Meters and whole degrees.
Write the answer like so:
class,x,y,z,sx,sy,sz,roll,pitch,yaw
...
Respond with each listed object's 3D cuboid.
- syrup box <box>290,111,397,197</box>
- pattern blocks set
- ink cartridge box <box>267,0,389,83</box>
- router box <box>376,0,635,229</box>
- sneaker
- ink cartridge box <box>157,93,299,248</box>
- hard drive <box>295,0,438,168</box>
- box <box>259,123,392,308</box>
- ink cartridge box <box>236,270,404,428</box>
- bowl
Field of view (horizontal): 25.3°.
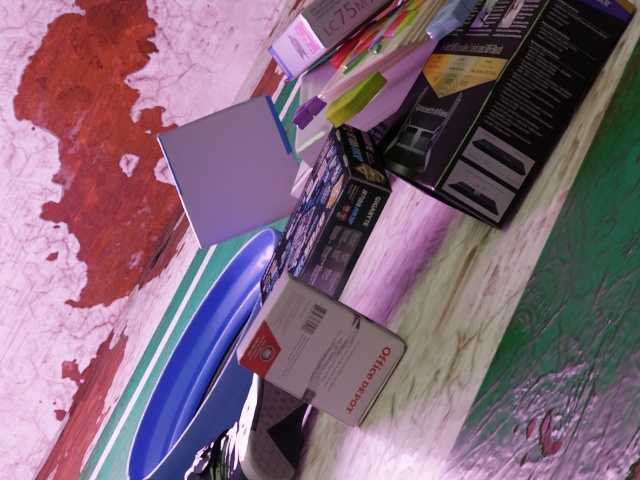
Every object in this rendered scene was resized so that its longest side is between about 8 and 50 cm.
class,x,y,z,sx,sy,sz,roll,pitch,yaw
syrup box,0.044,-0.137,1.867,0.096,0.093,0.237,-49,17,40
pattern blocks set,0.080,-0.228,1.596,0.325,0.026,0.285,-33,19,41
ink cartridge box,0.033,-0.288,1.774,0.186,0.065,0.311,-39,3,-9
router box,0.170,-0.152,1.439,0.243,0.081,0.309,-59,12,3
sneaker,-0.073,0.203,1.585,0.163,0.086,0.226,-47,16,44
ink cartridge box,-0.119,-0.098,2.036,0.168,0.171,0.232,-22,3,-1
hard drive,0.101,-0.230,1.735,0.307,0.040,0.203,-33,27,22
box,0.000,0.000,1.535,0.175,0.051,0.220,-102,35,-67
ink cartridge box,0.000,0.106,1.403,0.099,0.135,0.056,-59,10,4
bowl,-0.131,0.168,1.905,0.391,0.077,0.391,-55,14,20
